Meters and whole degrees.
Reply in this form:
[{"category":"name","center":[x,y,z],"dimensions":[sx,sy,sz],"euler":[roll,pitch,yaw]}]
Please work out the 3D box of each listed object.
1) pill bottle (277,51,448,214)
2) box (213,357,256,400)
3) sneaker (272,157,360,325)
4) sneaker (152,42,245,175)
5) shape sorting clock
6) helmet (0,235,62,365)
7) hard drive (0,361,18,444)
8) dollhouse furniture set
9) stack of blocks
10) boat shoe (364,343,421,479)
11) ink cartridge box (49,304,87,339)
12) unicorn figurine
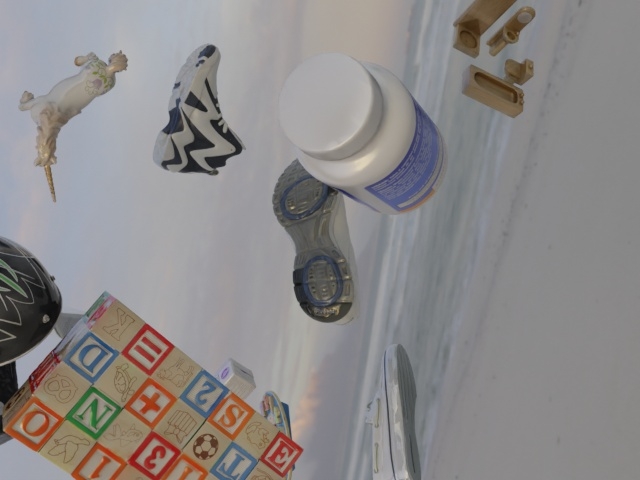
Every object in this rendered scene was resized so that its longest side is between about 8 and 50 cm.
[{"category":"pill bottle","center":[0.056,-0.128,0.847],"dimensions":[0.272,0.152,0.153],"euler":[22,-104,-66]},{"category":"box","center":[-0.267,0.392,1.457],"dimensions":[0.324,0.067,0.063],"euler":[-49,27,8]},{"category":"sneaker","center":[0.000,0.000,1.078],"dimensions":[0.129,0.110,0.297],"euler":[51,-151,-62]},{"category":"sneaker","center":[-0.191,-0.221,1.239],"dimensions":[0.094,0.153,0.235],"euler":[30,102,56]},{"category":"shape sorting clock","center":[-0.098,0.423,1.462],"dimensions":[0.206,0.040,0.206],"euler":[180,90,-71]},{"category":"helmet","center":[-0.368,0.069,0.733],"dimensions":[0.161,0.169,0.170],"euler":[-49,21,46]},{"category":"hard drive","center":[-0.498,0.109,0.759],"dimensions":[0.339,0.064,0.237],"euler":[29,-144,-59]},{"category":"dollhouse furniture set","center":[0.317,-0.326,1.177],"dimensions":[0.123,0.144,0.151],"euler":[-41,33,55]},{"category":"stack of blocks","center":[-0.185,0.219,0.794],"dimensions":[0.171,0.297,0.087],"euler":[-52,21,-14]},{"category":"boat shoe","center":[0.103,0.270,1.066],"dimensions":[0.083,0.075,0.226],"euler":[47,-146,-45]},{"category":"ink cartridge box","center":[-0.509,0.115,1.125],"dimensions":[0.232,0.188,0.066],"euler":[26,-101,-78]},{"category":"unicorn figurine","center":[-0.252,-0.134,0.682],"dimensions":[0.162,0.060,0.111],"euler":[-54,38,-2]}]
